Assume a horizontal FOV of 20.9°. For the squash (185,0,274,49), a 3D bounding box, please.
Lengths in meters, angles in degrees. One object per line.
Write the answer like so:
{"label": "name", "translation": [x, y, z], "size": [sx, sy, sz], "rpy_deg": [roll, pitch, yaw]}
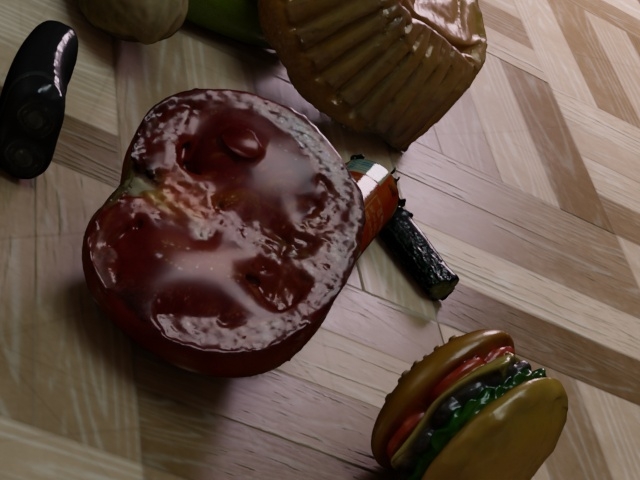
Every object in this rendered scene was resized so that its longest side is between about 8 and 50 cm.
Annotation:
{"label": "squash", "translation": [-0.093, -0.246, 1.825], "size": [0.201, 0.066, 0.066], "rpy_deg": [21, 31, -39]}

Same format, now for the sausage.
{"label": "sausage", "translation": [0.000, 0.000, 1.542], "size": [0.083, 0.083, 0.264], "rpy_deg": [38, 29, 2]}

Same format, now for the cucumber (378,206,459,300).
{"label": "cucumber", "translation": [0.077, -0.010, 1.683], "size": [0.163, 0.039, 0.043], "rpy_deg": [54, 11, 27]}

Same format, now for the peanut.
{"label": "peanut", "translation": [-0.189, -0.270, 1.692], "size": [0.110, 0.120, 0.236], "rpy_deg": [63, -1, -42]}

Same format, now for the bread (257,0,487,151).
{"label": "bread", "translation": [0.056, -0.232, 1.826], "size": [0.274, 0.149, 0.274], "rpy_deg": [33, 42, -36]}

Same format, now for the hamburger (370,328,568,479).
{"label": "hamburger", "translation": [0.116, 0.146, 1.361], "size": [0.115, 0.162, 0.162], "rpy_deg": [45, 28, 24]}

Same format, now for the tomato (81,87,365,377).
{"label": "tomato", "translation": [-0.079, 0.008, 1.367], "size": [0.200, 0.139, 0.233], "rpy_deg": [27, 63, 1]}

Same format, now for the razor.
{"label": "razor", "translation": [-0.236, -0.122, 1.440], "size": [0.054, 0.090, 0.148], "rpy_deg": [18, 31, -13]}
